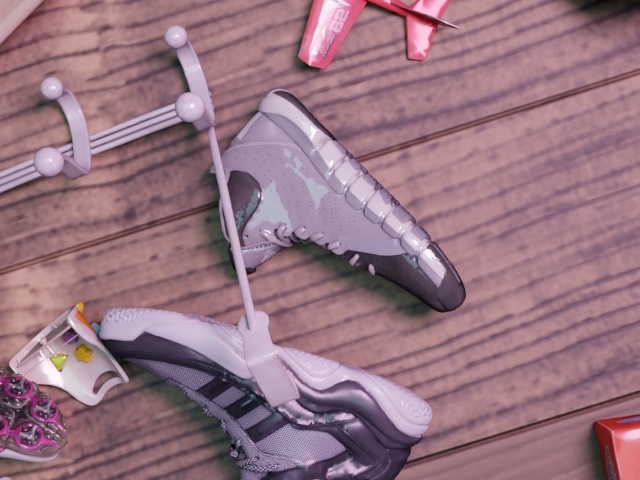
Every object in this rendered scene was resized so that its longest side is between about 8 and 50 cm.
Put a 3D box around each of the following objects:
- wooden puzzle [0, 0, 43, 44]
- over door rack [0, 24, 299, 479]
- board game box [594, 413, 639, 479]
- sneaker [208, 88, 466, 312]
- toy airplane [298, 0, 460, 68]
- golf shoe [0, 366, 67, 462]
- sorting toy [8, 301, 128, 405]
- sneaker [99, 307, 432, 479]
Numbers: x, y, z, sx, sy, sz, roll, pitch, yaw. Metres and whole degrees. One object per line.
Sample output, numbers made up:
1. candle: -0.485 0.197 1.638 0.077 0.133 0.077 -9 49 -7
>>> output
1. wooden puzzle: -0.318 -0.317 0.923 0.322 0.080 0.348 45 94 4
2. over door rack: -0.172 0.000 0.819 0.239 0.108 0.324 -21 57 5
3. board game box: 0.394 0.234 0.866 0.316 0.064 0.242 -11 87 2
4. sneaker: 0.000 0.000 0.894 0.132 0.086 0.229 -44 76 5
5. toy airplane: 0.045 -0.202 0.921 0.151 0.028 0.151 0 89 3
6. golf shoe: -0.289 0.140 0.903 0.186 0.067 0.086 18 132 7
7. sorting toy: -0.194 0.097 0.909 0.083 0.045 0.075 -35 102 31
8. sneaker: -0.059 0.150 0.870 0.268 0.101 0.153 18 86 1
